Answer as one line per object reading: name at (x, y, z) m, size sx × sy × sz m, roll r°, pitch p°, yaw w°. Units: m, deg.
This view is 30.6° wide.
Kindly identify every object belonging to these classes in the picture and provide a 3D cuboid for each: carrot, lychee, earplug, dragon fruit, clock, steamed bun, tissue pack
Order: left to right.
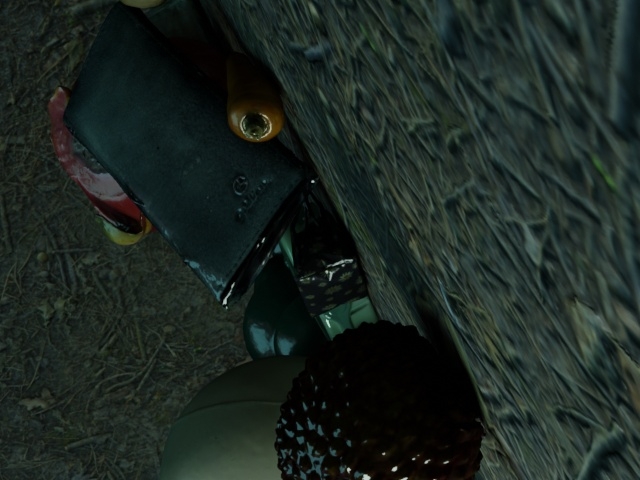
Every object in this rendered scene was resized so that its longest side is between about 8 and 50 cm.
dragon fruit at (-0.227, -0.139, 1.550) m, size 0.189 × 0.290 × 0.291 m, roll -23°, pitch -95°, yaw -54°
tissue pack at (-0.187, -0.209, 1.775) m, size 0.311 × 0.128 × 0.228 m, roll 63°, pitch 176°, yaw -15°
carrot at (-0.077, -0.171, 1.282) m, size 0.257 × 0.061 × 0.061 m, roll -105°, pitch -8°, yaw -61°
earplug at (-0.024, 0.070, 1.625) m, size 0.280 × 0.164 × 0.257 m, roll 38°, pitch 119°, yaw 52°
steamed bun at (-0.018, 0.310, 1.463) m, size 0.374 × 0.334 × 0.334 m, roll 35°, pitch -168°, yaw -33°
clock at (0.016, 0.066, 1.422) m, size 0.211 × 0.066 × 0.159 m, roll 62°, pitch 175°, yaw 14°
lychee at (0.045, 0.162, 0.986) m, size 0.188 × 0.188 × 0.188 m, roll 62°, pitch 175°, yaw 9°

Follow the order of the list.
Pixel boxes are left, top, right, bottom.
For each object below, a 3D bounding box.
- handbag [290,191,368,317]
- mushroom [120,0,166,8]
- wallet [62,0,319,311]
handbag at (0.000, 0.000, 1.307) m, size 0.115 × 0.072 × 0.139 m, roll 68°, pitch -173°, yaw -62°
mushroom at (-0.246, -0.423, 1.440) m, size 0.159 × 0.122 × 0.329 m, roll 7°, pitch -133°, yaw -50°
wallet at (-0.170, -0.109, 1.361) m, size 0.379 × 0.191 × 0.046 m, roll 45°, pitch -158°, yaw 31°
